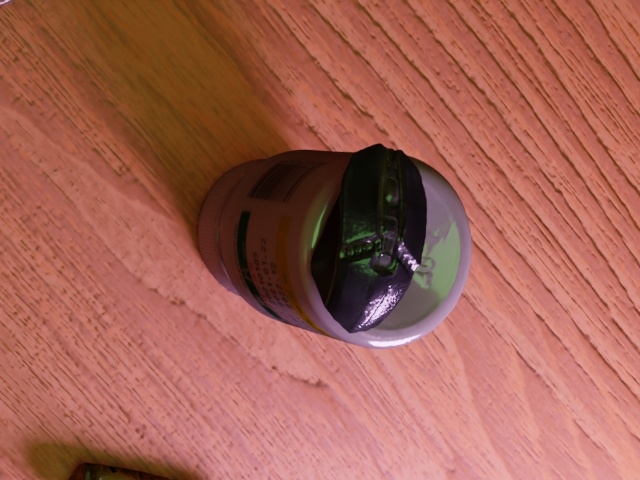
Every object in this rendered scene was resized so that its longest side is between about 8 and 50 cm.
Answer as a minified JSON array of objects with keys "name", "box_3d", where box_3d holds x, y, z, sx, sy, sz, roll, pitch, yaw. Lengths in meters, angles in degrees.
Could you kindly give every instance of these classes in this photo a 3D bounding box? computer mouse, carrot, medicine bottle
[{"name":"computer mouse","box_3d":[0.054,0.000,1.380,0.105,0.062,0.192,13,90,-27]},{"name":"carrot","box_3d":[-0.196,0.316,1.664,0.228,0.069,0.069,20,86,-26]},{"name":"medicine bottle","box_3d":[0.000,0.000,1.578,0.208,0.339,0.208,-2,95,-26]}]

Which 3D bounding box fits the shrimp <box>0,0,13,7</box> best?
[{"name":"shrimp","box_3d":[-0.380,-0.361,1.521,0.115,0.051,0.217,-5,99,-24]}]
